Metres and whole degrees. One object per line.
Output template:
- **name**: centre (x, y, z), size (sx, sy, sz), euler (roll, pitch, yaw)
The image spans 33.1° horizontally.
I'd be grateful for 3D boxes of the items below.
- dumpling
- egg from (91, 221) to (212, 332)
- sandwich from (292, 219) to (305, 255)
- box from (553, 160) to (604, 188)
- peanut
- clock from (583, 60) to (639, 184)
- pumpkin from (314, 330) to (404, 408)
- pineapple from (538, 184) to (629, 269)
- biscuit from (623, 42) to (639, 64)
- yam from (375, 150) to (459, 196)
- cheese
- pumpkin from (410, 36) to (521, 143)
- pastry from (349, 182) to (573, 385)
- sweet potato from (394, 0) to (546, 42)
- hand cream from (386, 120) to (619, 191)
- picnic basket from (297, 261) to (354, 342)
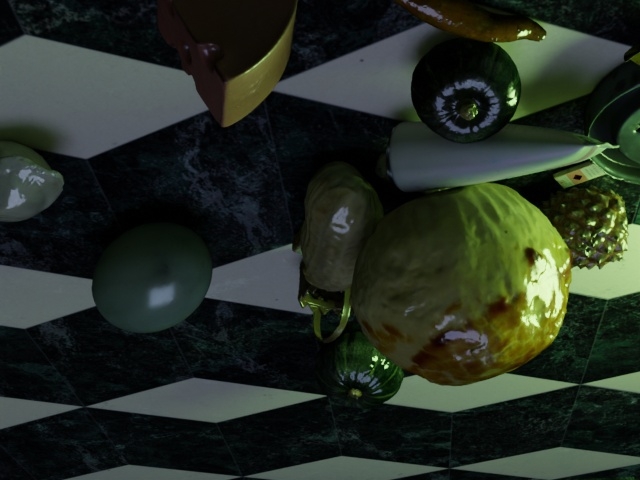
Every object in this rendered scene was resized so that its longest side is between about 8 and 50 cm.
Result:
- **dumpling**: centre (-0.543, -0.102, 1.838), size (0.250, 0.132, 0.162), euler (-5, 163, 38)
- **egg**: centre (-0.325, 0.072, 2.068), size (0.203, 0.203, 0.282), euler (26, 144, -38)
- **sandwich**: centre (0.000, 0.000, 2.118), size (0.104, 0.036, 0.093), euler (8, 148, -17)
- **box**: centre (0.468, -0.120, 1.944), size (0.083, 0.012, 0.046), euler (-20, 146, 29)
- **peanut**: centre (0.036, -0.015, 1.965), size (0.152, 0.152, 0.313), euler (3, 138, -6)
- **clock**: centre (0.591, -0.201, 1.752), size (0.324, 0.067, 0.325), euler (-1, 150, 0)
- **pumpkin**: centre (0.091, 0.305, 2.542), size (0.211, 0.152, 0.212), euler (12, 143, 9)
- **pineapple**: centre (0.464, -0.021, 1.973), size (0.193, 0.166, 0.166), euler (-5, 150, 10)
- **biscuit**: centre (0.571, -0.234, 1.610), size (0.291, 0.026, 0.048), euler (19, 151, -27)
- **yam**: centre (0.203, -0.095, 1.935), size (0.252, 0.061, 0.061), euler (24, 142, -38)
- **cheese**: centre (-0.133, -0.264, 1.512), size (0.202, 0.177, 0.128), euler (3, 150, -8)
- **pumpkin**: centre (0.219, -0.228, 1.626), size (0.167, 0.125, 0.167), euler (13, 120, 23)
- **pastry**: centre (0.248, 0.088, 1.851), size (0.388, 0.313, 0.388), euler (-16, 157, -7)
- **sweet potato**: centre (0.211, -0.319, 1.549), size (0.264, 0.057, 0.057), euler (13, 147, -24)
- **hand cream**: centre (0.285, -0.140, 1.733), size (0.358, 0.118, 0.185), euler (0, -178, 26)
- **picnic basket**: centre (0.025, 0.121, 2.186), size (0.137, 0.179, 0.128), euler (15, 144, -24)
